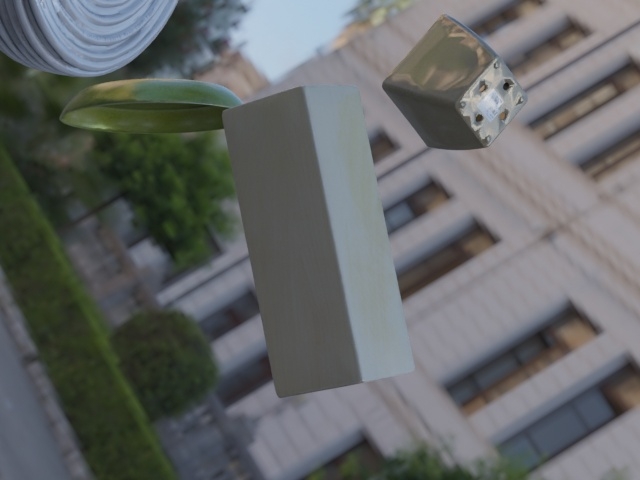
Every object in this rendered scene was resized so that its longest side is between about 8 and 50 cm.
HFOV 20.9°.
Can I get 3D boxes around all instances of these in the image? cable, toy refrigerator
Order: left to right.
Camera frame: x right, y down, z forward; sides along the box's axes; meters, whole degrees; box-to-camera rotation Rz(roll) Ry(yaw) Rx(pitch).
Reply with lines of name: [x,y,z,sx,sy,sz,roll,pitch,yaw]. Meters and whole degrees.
cable: [-0.193,-0.261,1.399,0.089,0.257,0.257,16,-17,27]
toy refrigerator: [0.000,0.000,1.585,0.094,0.102,0.269,-6,83,-52]

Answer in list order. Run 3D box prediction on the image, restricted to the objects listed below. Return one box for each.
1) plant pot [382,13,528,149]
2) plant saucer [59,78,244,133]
plant pot: [0.152,-0.158,1.829,0.096,0.109,0.109,28,-17,50]
plant saucer: [-0.207,-0.170,2.177,0.241,0.241,0.037,138,-48,-83]
